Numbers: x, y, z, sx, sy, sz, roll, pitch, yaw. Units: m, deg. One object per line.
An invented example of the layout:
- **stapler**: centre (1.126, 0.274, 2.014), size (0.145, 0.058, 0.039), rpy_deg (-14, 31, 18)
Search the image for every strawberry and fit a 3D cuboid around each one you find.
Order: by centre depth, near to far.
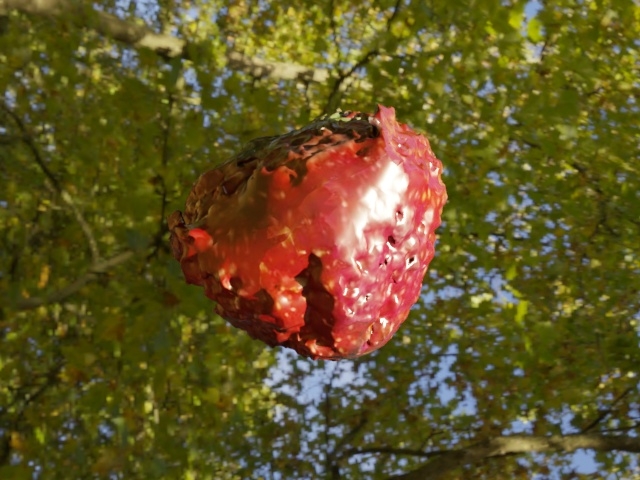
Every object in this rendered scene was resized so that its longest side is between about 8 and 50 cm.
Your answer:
- **strawberry**: centre (0.000, 0.000, 0.828), size (0.274, 0.274, 0.220), rpy_deg (-13, -80, 42)
